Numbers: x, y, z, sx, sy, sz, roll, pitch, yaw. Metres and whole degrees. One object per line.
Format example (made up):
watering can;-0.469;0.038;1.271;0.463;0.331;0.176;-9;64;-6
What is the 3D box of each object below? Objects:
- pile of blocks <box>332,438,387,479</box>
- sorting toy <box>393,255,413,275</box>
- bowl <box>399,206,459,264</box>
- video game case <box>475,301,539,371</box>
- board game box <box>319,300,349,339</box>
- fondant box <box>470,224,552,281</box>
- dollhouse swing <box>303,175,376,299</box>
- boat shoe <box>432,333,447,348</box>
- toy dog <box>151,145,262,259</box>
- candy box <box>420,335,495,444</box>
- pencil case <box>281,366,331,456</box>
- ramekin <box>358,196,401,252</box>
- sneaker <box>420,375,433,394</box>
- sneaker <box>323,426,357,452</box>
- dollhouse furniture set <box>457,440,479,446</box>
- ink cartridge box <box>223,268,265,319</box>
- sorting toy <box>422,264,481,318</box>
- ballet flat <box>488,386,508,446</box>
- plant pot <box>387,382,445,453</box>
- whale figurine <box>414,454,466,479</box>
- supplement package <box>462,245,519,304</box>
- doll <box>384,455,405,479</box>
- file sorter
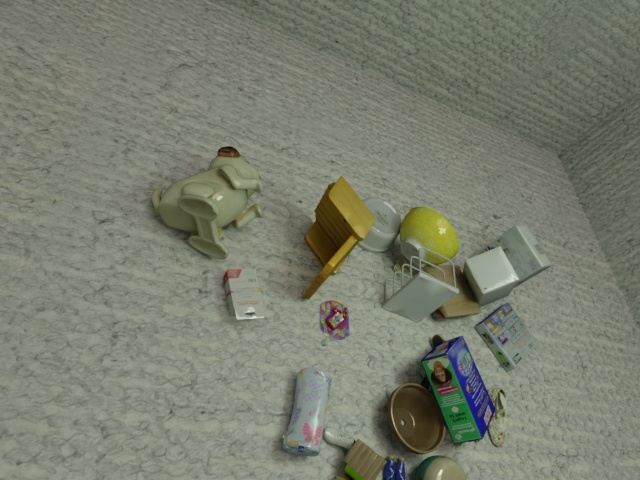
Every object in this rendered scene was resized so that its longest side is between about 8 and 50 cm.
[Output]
pile of blocks;0.113;0.827;1.337;0.113;0.148;0.362;56;43;-47
sorting toy;0.382;0.131;2.015;0.075;0.045;0.083;-30;77;-33
bowl;0.452;0.011;1.912;0.156;0.289;0.289;-38;81;-25
video game case;0.904;0.459;2.070;0.269;0.061;0.244;-20;71;-39
board game box;0.063;0.310;1.706;0.133;0.033;0.169;16;51;-20
fondant box;0.952;0.106;2.165;0.096;0.330;0.238;-5;61;-34
dollhouse swing;0.000;0.000;1.690;0.305;0.347;0.315;-30;76;-29
boat shoe;0.552;0.487;1.851;0.072;0.068;0.190;-18;78;-51
toy dog;-0.397;-0.176;1.660;0.395;0.285;0.408;11;44;24
candy box;0.532;0.561;1.642;0.268;0.122;0.317;-5;70;-59
pencil case;-0.041;0.563;1.413;0.124;0.114;0.273;9;51;6
ramekin;0.264;-0.085;2.039;0.272;0.127;0.273;16;52;-21
sneaker;0.461;0.571;1.720;0.081;0.080;0.211;40;48;2
sneaker;0.080;0.670;1.442;0.152;0.061;0.054;29;50;-7
dollhouse furniture set;0.583;0.762;1.654;0.114;0.081;0.091;-31;76;-41
ink cartridge box;-0.279;0.205;1.558;0.115;0.067;0.198;1;56;-29
sorting toy;0.595;0.248;2.009;0.257;0.089;0.256;3;56;-38
ballet flat;0.740;0.722;1.777;0.091;0.077;0.241;23;50;-16
plant pot;0.328;0.656;1.563;0.237;0.110;0.237;16;51;-20
whale figurine;0.399;0.877;1.455;0.216;0.141;0.272;7;79;-30
supplement package;0.793;0.180;2.021;0.175;0.293;0.178;-23;65;6
doll;0.253;0.832;1.431;0.129;0.046;0.189;11;53;2
file sorter;0.422;0.191;1.839;0.192;0.278;0.173;24;45;-14
